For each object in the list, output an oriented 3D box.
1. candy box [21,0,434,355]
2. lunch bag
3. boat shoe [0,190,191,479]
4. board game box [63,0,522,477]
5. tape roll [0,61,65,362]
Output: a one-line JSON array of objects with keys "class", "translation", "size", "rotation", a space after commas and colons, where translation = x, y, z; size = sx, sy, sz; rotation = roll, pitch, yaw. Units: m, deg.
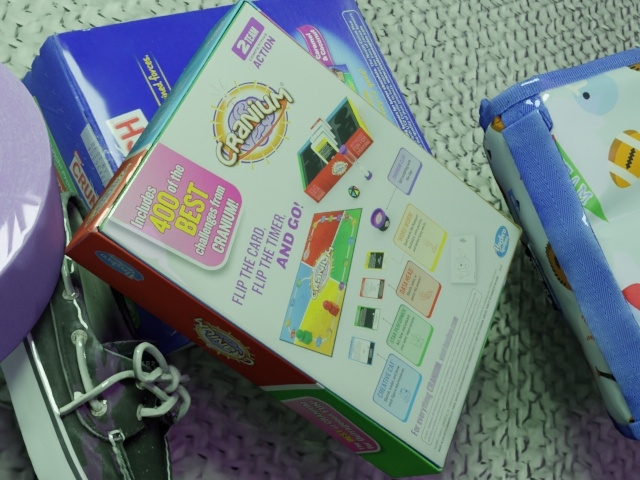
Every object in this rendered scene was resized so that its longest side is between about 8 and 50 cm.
[{"class": "candy box", "translation": [-0.063, -0.070, 0.836], "size": [0.317, 0.122, 0.268], "rotation": [-20, 81, -38]}, {"class": "lunch bag", "translation": [0.327, -0.007, 0.904], "size": [0.386, 0.239, 0.327], "rotation": [-12, 75, -48]}, {"class": "boat shoe", "translation": [-0.153, 0.108, 0.685], "size": [0.105, 0.113, 0.306], "rotation": [-28, 72, 7]}, {"class": "board game box", "translation": [0.000, 0.000, 0.730], "size": [0.317, 0.064, 0.242], "rotation": [38, 56, -18]}, {"class": "tape roll", "translation": [-0.312, -0.019, 0.613], "size": [0.275, 0.090, 0.274], "rotation": [3, 56, -4]}]
